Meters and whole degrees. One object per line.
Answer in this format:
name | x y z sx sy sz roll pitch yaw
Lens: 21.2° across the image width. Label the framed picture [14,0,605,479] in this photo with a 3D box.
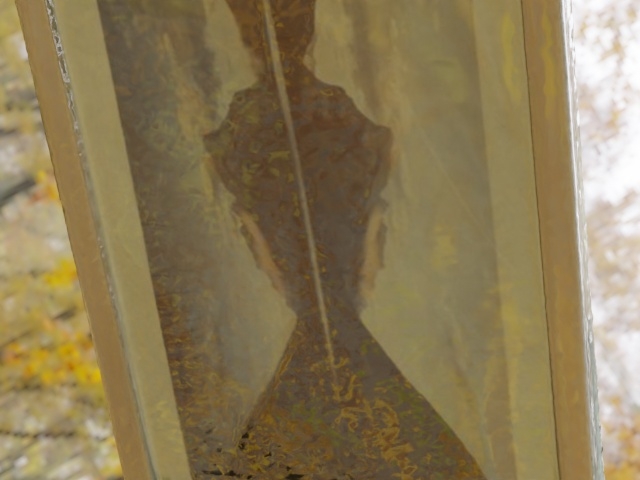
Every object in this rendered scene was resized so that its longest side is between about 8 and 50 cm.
framed picture | 0.000 0.000 0.476 0.150 0.015 0.203 1 -60 16
